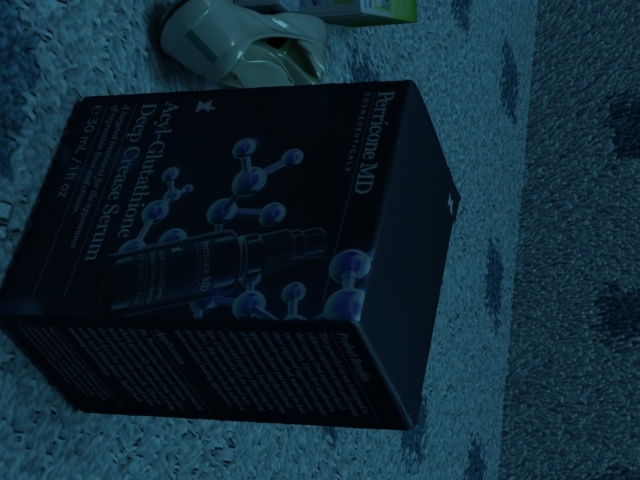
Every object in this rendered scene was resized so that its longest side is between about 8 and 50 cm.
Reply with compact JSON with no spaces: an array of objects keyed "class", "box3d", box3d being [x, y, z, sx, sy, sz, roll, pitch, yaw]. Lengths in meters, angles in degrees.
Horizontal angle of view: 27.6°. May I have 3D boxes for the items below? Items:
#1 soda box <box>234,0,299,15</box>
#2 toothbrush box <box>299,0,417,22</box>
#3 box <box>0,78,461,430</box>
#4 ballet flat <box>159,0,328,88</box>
[{"class":"soda box","box3d":[-0.070,-0.425,1.840,0.069,0.073,0.216,22,70,-67]},{"class":"toothbrush box","box3d":[0.057,-0.456,2.099,0.283,0.122,0.206,-12,101,-66]},{"class":"box","box3d":[-0.085,0.015,1.365,0.212,0.395,0.294,63,34,-49]},{"class":"ballet flat","box3d":[-0.071,-0.236,1.737,0.400,0.139,0.139,-2,91,-65]}]
